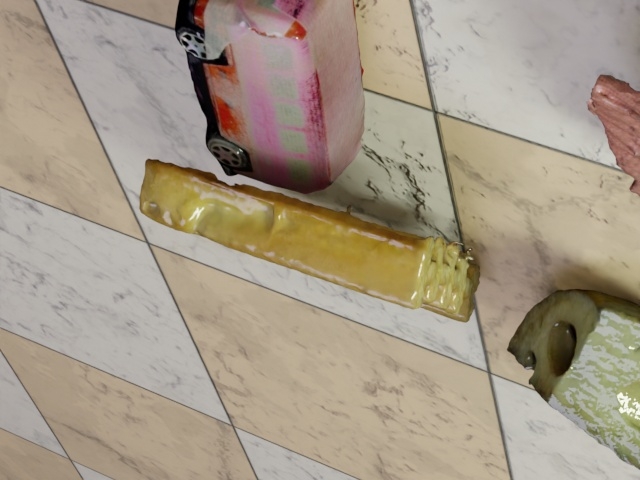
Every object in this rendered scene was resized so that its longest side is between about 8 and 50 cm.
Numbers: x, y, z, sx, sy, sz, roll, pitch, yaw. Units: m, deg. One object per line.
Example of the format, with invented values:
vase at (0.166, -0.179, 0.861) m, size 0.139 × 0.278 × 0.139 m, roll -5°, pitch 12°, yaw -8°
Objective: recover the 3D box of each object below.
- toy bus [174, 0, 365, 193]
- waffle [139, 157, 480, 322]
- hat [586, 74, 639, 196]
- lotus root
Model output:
toy bus at (-0.041, -0.162, 1.655) m, size 0.147 × 0.127 × 0.302 m, roll 19°, pitch 152°, yaw 19°
waffle at (0.000, -0.001, 1.791) m, size 0.304 × 0.077 × 0.348 m, roll 17°, pitch 179°, yaw 17°
hat at (0.365, -0.058, 1.407) m, size 0.286 × 0.107 × 0.237 m, roll 21°, pitch 176°, yaw 34°
lotus root at (0.356, 0.158, 1.792) m, size 0.314 × 0.142 × 0.210 m, roll 32°, pitch -168°, yaw -10°
